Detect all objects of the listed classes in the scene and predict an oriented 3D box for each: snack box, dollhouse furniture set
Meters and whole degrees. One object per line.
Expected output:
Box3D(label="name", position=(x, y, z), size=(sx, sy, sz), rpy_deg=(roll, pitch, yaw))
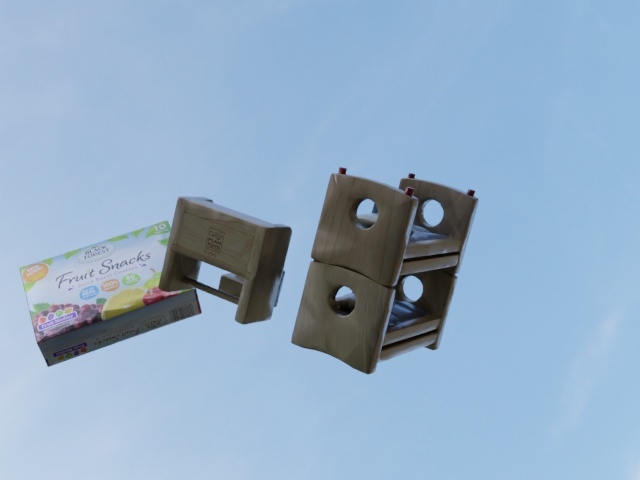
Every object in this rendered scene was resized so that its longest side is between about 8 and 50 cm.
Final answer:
Box3D(label="snack box", position=(-0.189, 0.045, 0.844), size=(0.141, 0.100, 0.037), rpy_deg=(-19, -46, -13))
Box3D(label="dollhouse furniture set", position=(0.000, 0.000, 0.713), size=(0.129, 0.184, 0.128), rpy_deg=(-4, -70, -61))
